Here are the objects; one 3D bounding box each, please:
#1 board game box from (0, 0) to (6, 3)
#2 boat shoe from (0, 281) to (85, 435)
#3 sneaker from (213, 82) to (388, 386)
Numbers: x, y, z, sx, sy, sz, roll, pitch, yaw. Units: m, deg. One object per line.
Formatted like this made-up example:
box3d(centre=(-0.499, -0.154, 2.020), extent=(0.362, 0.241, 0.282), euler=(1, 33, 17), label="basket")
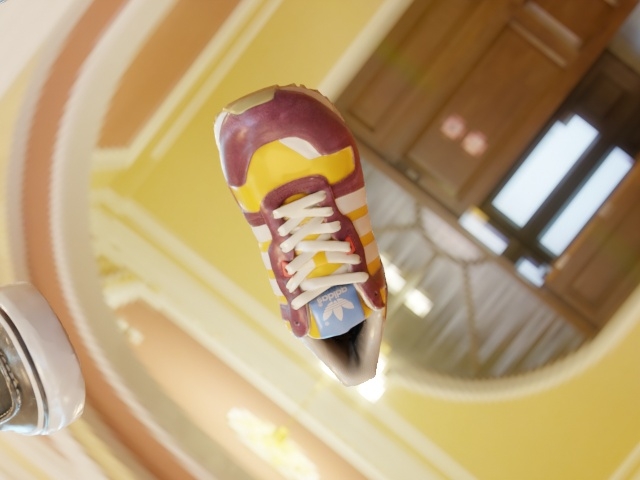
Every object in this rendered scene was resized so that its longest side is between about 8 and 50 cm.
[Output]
box3d(centre=(-0.212, -0.191, 0.656), extent=(0.141, 0.291, 0.232), euler=(42, -145, -46), label="board game box")
box3d(centre=(-0.285, 0.113, 1.307), extent=(0.335, 0.119, 0.121), euler=(-17, 95, 62), label="boat shoe")
box3d(centre=(0.000, 0.000, 0.837), extent=(0.185, 0.069, 0.084), euler=(63, -173, -52), label="sneaker")
